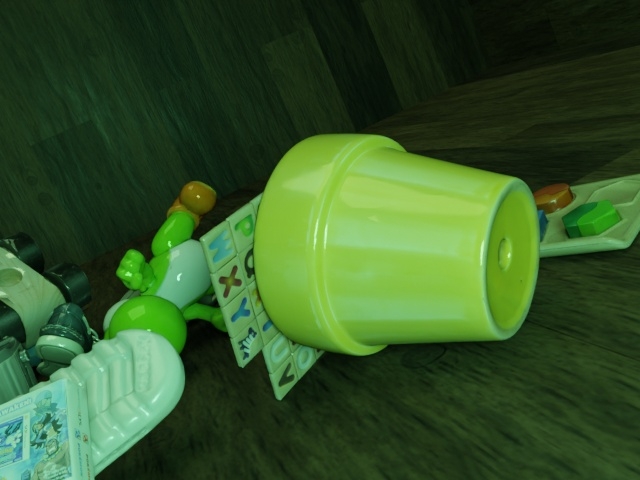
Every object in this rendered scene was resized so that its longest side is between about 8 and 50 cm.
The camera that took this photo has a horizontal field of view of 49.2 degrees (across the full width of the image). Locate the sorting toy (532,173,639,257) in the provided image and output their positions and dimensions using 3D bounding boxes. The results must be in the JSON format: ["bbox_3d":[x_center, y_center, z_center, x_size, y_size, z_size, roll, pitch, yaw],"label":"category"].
[{"bbox_3d":[0.364,-0.043,0.891,0.307,0.041,0.229,-10,19,47],"label":"sorting toy"}]

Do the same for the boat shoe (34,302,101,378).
[{"bbox_3d":[-0.399,0.170,1.100,0.254,0.095,0.079,112,170,-61],"label":"boat shoe"}]

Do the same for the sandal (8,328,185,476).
[{"bbox_3d":[-0.323,0.257,0.768,0.416,0.102,0.169,-30,52,-3],"label":"sandal"}]

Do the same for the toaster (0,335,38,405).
[{"bbox_3d":[-0.527,0.258,1.051,0.227,0.146,0.129,-26,12,-11],"label":"toaster"}]

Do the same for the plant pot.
[{"bbox_3d":[0.097,0.008,0.761,0.239,0.254,0.254,4,28,35],"label":"plant pot"}]

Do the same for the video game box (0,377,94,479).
[{"bbox_3d":[-0.318,0.256,0.672,0.205,0.048,0.187,-23,56,3],"label":"video game box"}]

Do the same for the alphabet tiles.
[{"bbox_3d":[-0.040,0.054,0.794,0.009,0.237,0.198,7,33,34],"label":"alphabet tiles"}]

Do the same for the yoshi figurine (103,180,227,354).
[{"bbox_3d":[-0.226,0.078,1.098,0.204,0.203,0.362,16,55,14],"label":"yoshi figurine"}]

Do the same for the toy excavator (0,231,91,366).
[{"bbox_3d":[-0.737,0.200,1.566,0.433,0.445,0.222,29,38,20],"label":"toy excavator"}]

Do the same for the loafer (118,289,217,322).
[{"bbox_3d":[-0.259,0.096,1.301,0.111,0.112,0.319,-26,9,34],"label":"loafer"}]
